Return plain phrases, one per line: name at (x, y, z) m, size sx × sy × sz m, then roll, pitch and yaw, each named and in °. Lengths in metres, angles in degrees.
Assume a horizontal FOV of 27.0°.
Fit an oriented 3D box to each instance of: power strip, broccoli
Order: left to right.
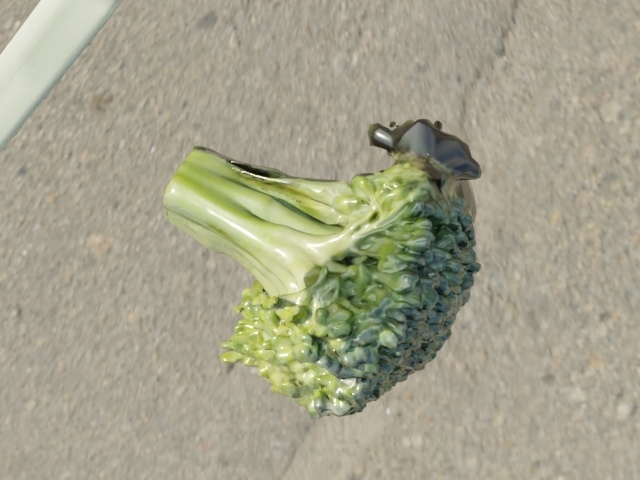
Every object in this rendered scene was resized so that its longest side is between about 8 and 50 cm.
power strip at (-0.152, -0.082, 0.672) m, size 0.035 × 0.081 × 0.192 m, roll 37°, pitch 119°, yaw -15°
broccoli at (0.000, 0.000, 1.023) m, size 0.243 × 0.263 × 0.247 m, roll 27°, pitch 100°, yaw 3°
